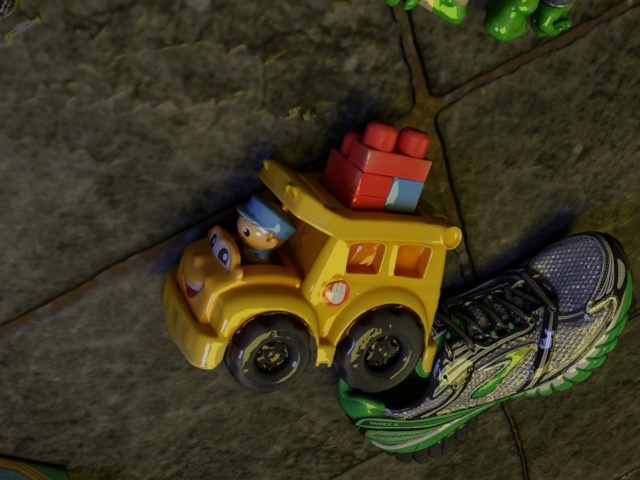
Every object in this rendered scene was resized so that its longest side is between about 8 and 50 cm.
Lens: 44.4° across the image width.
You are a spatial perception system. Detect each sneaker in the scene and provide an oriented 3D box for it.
[{"bbox_3d":[0.169,0.109,0.814,0.343,0.134,0.146,-40,135,12],"label":"sneaker"}]

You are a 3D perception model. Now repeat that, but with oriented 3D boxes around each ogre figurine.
[{"bbox_3d":[0.133,-0.200,0.536,0.197,0.097,0.118,16,133,-24],"label":"ogre figurine"}]

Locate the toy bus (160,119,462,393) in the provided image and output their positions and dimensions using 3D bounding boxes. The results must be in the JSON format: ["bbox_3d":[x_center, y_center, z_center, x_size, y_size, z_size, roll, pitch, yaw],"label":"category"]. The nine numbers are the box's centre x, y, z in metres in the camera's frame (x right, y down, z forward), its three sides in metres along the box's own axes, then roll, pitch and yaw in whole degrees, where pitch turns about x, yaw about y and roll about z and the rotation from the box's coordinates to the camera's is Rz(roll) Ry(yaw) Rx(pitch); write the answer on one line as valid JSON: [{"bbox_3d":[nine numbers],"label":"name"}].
[{"bbox_3d":[0.000,0.000,0.630,0.220,0.149,0.212,3,115,-27],"label":"toy bus"}]

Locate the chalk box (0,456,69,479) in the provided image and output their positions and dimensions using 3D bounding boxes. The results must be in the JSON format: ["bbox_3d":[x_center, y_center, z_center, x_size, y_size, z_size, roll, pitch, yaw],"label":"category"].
[{"bbox_3d":[-0.347,0.279,0.708,0.132,0.132,0.213,-44,134,17],"label":"chalk box"}]

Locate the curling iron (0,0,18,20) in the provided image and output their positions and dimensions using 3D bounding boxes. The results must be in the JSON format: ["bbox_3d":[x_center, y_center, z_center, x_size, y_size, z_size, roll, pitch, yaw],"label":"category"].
[{"bbox_3d":[-0.267,-0.190,0.378,0.068,0.035,0.274,-39,136,11],"label":"curling iron"}]
